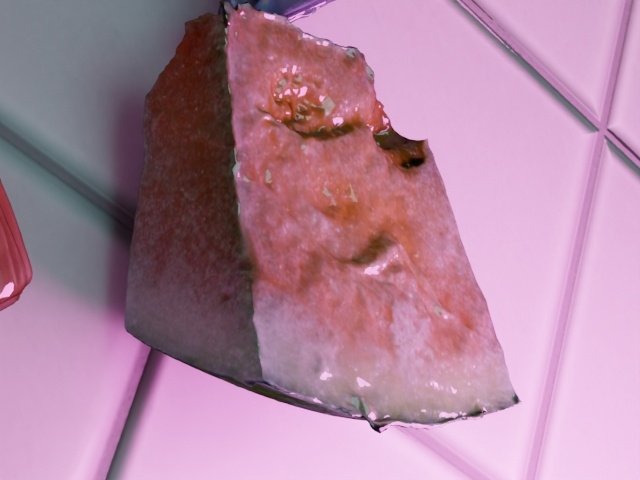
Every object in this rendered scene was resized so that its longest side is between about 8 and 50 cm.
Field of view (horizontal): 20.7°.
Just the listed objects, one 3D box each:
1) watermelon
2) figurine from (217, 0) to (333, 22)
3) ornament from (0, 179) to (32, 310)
[{"bbox_3d":[-0.009,0.011,1.229,0.264,0.151,0.302,9,63,-46],"label":"watermelon"},{"bbox_3d":[-0.035,-0.363,1.265,0.248,0.277,0.388,-26,94,-23],"label":"figurine"},{"bbox_3d":[-0.277,-0.041,0.947,0.221,0.235,0.217,-22,97,-23],"label":"ornament"}]
